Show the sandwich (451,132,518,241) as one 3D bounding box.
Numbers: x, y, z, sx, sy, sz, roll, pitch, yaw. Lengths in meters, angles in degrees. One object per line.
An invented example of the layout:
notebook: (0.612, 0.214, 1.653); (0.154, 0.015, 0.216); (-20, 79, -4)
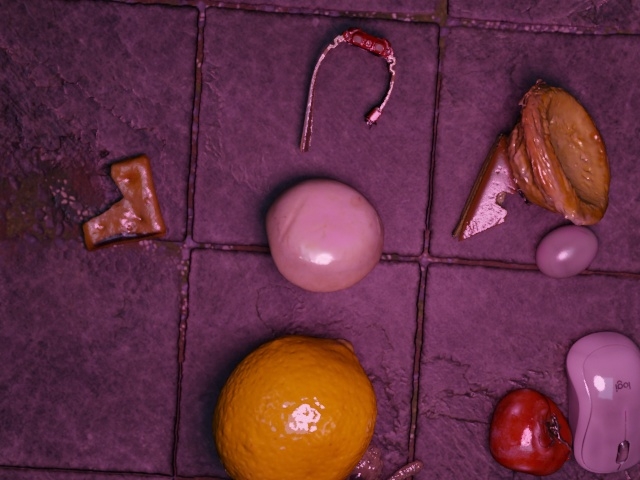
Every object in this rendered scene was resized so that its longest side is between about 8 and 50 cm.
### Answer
sandwich: (0.358, -0.098, 1.929); (0.088, 0.090, 0.244); (24, 94, 1)

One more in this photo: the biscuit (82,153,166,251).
biscuit: (-0.418, -0.078, 1.960); (0.174, 0.039, 0.183); (-9, 93, 3)

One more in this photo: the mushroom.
mushroom: (0.000, 0.000, 1.893); (0.246, 0.202, 0.246); (12, 52, -16)

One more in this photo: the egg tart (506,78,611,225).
egg tart: (0.464, -0.160, 1.869); (0.120, 0.315, 0.315); (-22, 94, 40)

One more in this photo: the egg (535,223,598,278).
egg: (0.504, 0.022, 1.929); (0.135, 0.103, 0.103); (-30, 93, -1)

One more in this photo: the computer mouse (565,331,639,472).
computer mouse: (0.601, 0.336, 1.933); (0.184, 0.121, 0.297); (-4, 90, -13)

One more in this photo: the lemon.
lemon: (-0.051, 0.348, 1.851); (0.336, 0.336, 0.336); (0, 94, 0)

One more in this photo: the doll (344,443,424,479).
doll: (0.120, 0.560, 1.981); (0.202, 0.091, 0.286); (-4, 104, 12)

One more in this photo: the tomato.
tomato: (0.428, 0.395, 1.935); (0.187, 0.151, 0.187); (13, 66, -32)

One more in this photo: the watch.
watch: (0.059, -0.298, 1.925); (0.164, 0.102, 0.268); (12, 101, -2)
